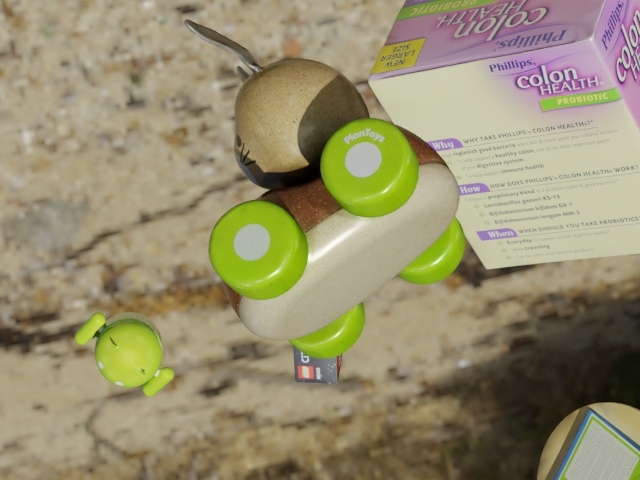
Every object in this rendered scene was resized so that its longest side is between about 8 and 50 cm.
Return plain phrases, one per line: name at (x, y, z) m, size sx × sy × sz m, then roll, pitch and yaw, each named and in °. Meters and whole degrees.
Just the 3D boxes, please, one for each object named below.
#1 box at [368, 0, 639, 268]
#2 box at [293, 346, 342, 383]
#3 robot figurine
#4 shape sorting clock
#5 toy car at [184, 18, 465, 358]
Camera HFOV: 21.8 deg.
box at (0.199, -0.105, 1.434) m, size 0.213 × 0.117 × 0.243 m, roll -7°, pitch 133°, yaw 36°
box at (0.000, 0.000, 1.615) m, size 0.044 × 0.233 × 0.159 m, roll 1°, pitch -148°, yaw 6°
robot figurine at (-0.190, 0.108, 1.647) m, size 0.067 × 0.101 × 0.115 m, roll -49°, pitch -171°, yaw 0°
shape sorting clock at (0.337, 0.291, 1.920) m, size 0.040 × 0.206 × 0.206 m, roll 6°, pitch 161°, yaw -42°
toy car at (-0.022, -0.048, 0.982) m, size 0.149 × 0.188 × 0.155 m, roll -36°, pitch 155°, yaw 2°
